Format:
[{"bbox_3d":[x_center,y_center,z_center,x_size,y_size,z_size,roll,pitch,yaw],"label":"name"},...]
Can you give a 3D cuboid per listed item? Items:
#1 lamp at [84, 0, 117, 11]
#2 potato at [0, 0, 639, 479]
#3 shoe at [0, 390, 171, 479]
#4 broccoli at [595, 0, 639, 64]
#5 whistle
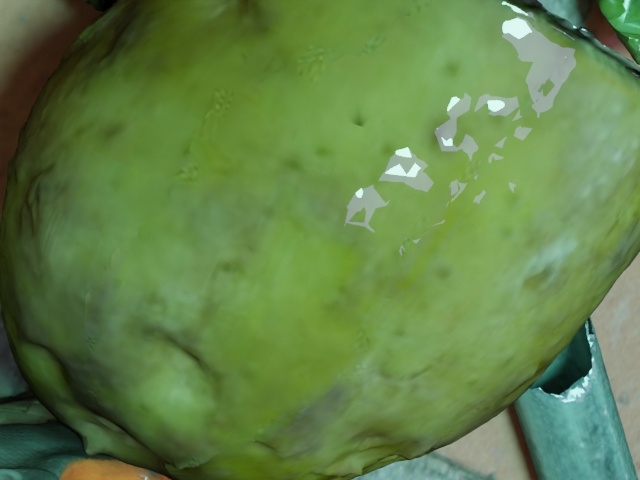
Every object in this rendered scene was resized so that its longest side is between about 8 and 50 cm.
[{"bbox_3d":[-0.173,-0.189,0.603,0.283,0.124,0.203,-8,97,-39],"label":"lamp"},{"bbox_3d":[0.000,0.000,0.693,0.289,0.301,0.237,24,94,-27],"label":"potato"},{"bbox_3d":[-0.173,0.130,0.647,0.336,0.171,0.132,9,97,-39],"label":"shoe"},{"bbox_3d":[0.222,-0.170,0.885,0.156,0.195,0.195,-32,128,17],"label":"broccoli"},{"bbox_3d":[0.153,0.115,0.965,0.062,0.062,0.312,-35,121,-26],"label":"whistle"}]
